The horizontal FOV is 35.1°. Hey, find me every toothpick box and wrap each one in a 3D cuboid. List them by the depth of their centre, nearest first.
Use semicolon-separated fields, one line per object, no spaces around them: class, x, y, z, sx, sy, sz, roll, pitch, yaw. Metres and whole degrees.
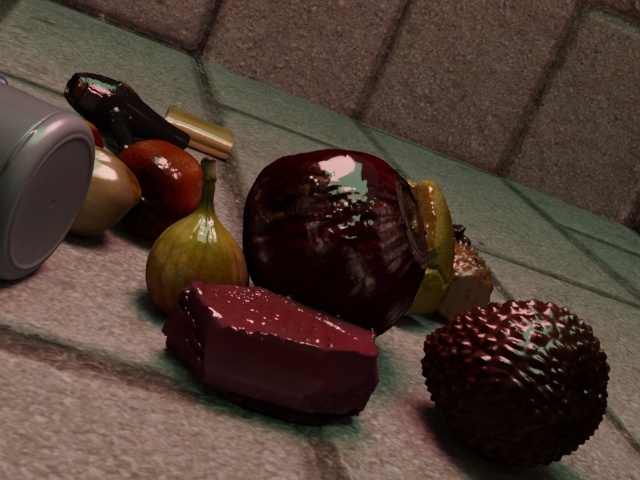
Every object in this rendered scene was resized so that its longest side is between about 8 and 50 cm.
toothpick box;-0.501;-0.131;1.350;0.354;0.263;0.263;24;15;8

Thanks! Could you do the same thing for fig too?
fig;-0.188;0.007;1.461;0.143;0.231;0.160;-14;9;21

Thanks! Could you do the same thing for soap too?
soap;-0.066;0.145;1.347;0.289;0.112;0.182;20;13;-12

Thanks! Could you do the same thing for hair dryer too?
hair dryer;-0.393;-0.210;2.154;0.303;0.120;0.359;31;19;-33

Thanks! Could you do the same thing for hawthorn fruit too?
hawthorn fruit;-0.269;-0.092;1.721;0.169;0.169;0.188;27;25;12

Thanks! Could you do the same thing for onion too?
onion;0.030;0.034;1.554;0.281;0.337;0.260;-12;59;5

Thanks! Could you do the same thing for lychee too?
lychee;0.267;0.195;1.452;0.271;0.271;0.271;22;15;-6

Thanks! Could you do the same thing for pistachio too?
pistachio;-0.388;-0.085;1.577;0.215;0.144;0.144;12;17;-13

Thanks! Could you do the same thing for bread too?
bread;0.151;0.011;1.876;0.185;0.257;0.124;9;-4;31
bread;-0.298;-0.261;2.462;0.178;0.060;0.139;21;16;-10

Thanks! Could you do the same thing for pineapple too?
pineapple;0.240;0.040;2.055;0.141;0.170;0.310;24;23;-24

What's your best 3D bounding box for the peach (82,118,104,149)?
peach;-0.497;-0.169;1.674;0.267;0.154;0.159;27;3;-26
